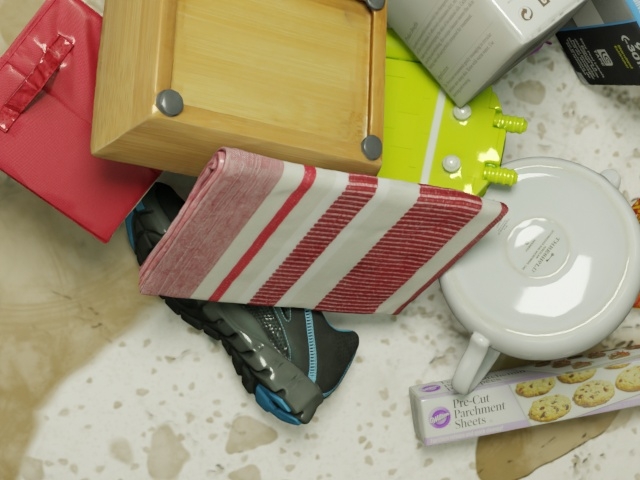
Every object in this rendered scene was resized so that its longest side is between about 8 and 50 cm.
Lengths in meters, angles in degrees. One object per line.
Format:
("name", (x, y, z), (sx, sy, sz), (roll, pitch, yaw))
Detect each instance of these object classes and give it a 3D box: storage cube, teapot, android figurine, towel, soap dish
("storage cube", (-0.254, -0.137, 1.060), (0.193, 0.215, 0.183), (38, 91, -19))
("teapot", (0.259, 0.037, 1.191), (0.256, 0.187, 0.252), (-12, 72, 9))
("android figurine", (0.095, -0.120, 1.138), (0.273, 0.056, 0.248), (12, 79, 13))
("towel", (0.000, 0.000, 1.042), (0.329, 0.237, 0.037), (8, 55, -29))
("soap dish", (-0.065, -0.170, 0.967), (0.291, 0.118, 0.229), (10, 76, -29))

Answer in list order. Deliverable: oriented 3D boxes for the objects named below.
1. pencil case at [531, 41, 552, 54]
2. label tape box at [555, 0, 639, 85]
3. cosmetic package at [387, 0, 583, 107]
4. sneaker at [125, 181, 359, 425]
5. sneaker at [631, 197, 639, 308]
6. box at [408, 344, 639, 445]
("pencil case", (0.215, -0.289, 1.185), (0.070, 0.064, 0.151), (-22, 103, 13))
("label tape box", (0.333, -0.292, 1.065), (0.106, 0.334, 0.240), (-34, 103, -3))
("cosmetic package", (0.108, -0.343, 1.038), (0.155, 0.197, 0.365), (-38, 89, -16))
("sneaker", (-0.095, 0.055, 1.181), (0.139, 0.125, 0.341), (-44, 104, -25))
("sneaker", (0.420, 0.004, 1.278), (0.067, 0.064, 0.175), (19, 101, -32))
("box", (0.278, 0.196, 1.274), (0.324, 0.063, 0.067), (-8, 99, -8))
